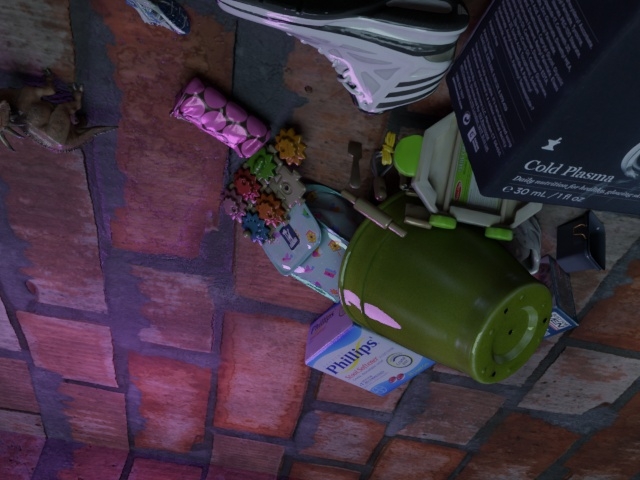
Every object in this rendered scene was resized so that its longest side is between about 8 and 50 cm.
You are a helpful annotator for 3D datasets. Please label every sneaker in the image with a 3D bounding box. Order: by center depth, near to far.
[{"bbox_3d":[0.020,-0.347,1.206,0.448,0.169,0.257,12,143,1],"label":"sneaker"},{"bbox_3d":[-0.310,-0.434,1.253,0.135,0.052,0.058,36,141,-19],"label":"sneaker"},{"bbox_3d":[0.428,-0.041,1.499,0.114,0.152,0.305,-24,128,32],"label":"sneaker"}]

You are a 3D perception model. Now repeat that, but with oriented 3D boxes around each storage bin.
[{"bbox_3d":[0.605,0.009,1.551,0.091,0.135,0.098,-21,132,41],"label":"storage bin"}]

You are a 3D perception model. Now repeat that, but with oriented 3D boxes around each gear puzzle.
[{"bbox_3d":[-0.122,-0.123,1.508,0.175,0.044,0.339,47,133,6],"label":"gear puzzle"}]

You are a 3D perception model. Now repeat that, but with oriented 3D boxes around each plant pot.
[{"bbox_3d":[0.286,0.117,1.427,0.366,0.353,0.366,-19,125,-29],"label":"plant pot"}]

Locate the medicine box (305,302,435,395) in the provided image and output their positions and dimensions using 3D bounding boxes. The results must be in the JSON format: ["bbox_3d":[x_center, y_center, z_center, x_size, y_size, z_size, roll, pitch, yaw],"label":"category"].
[{"bbox_3d":[0.145,0.297,1.918,0.289,0.149,0.263,25,135,-20],"label":"medicine box"}]

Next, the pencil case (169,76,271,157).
[{"bbox_3d":[-0.211,-0.254,1.401,0.209,0.095,0.098,31,98,-22],"label":"pencil case"}]

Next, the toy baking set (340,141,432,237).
[{"bbox_3d":[0.138,-0.110,1.407,0.256,0.197,0.030,32,139,12],"label":"toy baking set"}]

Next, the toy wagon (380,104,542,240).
[{"bbox_3d":[0.288,-0.153,1.337,0.344,0.267,0.068,12,178,-3],"label":"toy wagon"}]

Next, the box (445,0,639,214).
[{"bbox_3d":[0.526,-0.287,1.000,0.480,0.297,0.472,5,145,-18],"label":"box"}]

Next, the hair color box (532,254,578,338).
[{"bbox_3d":[0.485,0.196,1.737,0.105,0.174,0.347,36,130,-27],"label":"hair color box"}]

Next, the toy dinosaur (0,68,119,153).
[{"bbox_3d":[-0.591,-0.246,1.382,0.296,0.200,0.127,25,135,-20],"label":"toy dinosaur"}]

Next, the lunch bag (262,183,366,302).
[{"bbox_3d":[0.000,0.000,1.606,0.262,0.160,0.223,31,136,-11],"label":"lunch bag"}]
